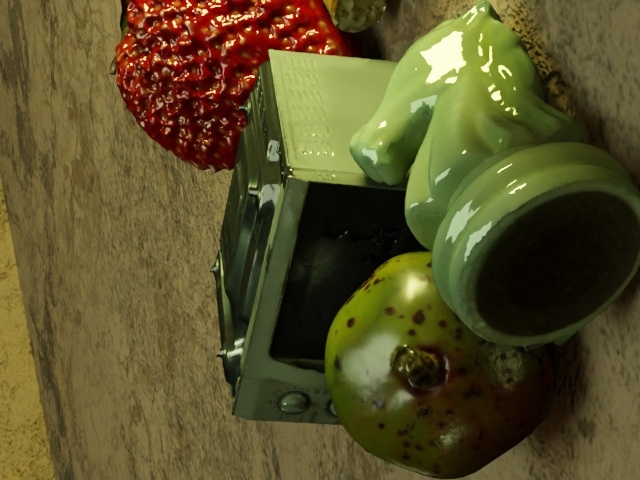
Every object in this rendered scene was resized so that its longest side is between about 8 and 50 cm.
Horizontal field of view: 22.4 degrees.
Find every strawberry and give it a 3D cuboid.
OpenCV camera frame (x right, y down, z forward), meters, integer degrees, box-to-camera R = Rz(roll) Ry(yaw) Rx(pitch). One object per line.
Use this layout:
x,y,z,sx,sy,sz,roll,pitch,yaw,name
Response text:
-0.086,-0.201,1.691,0.257,0.261,0.261,-134,43,-64,strawberry

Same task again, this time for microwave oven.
0.000,0.000,1.541,0.237,0.181,0.295,-102,20,-49,microwave oven

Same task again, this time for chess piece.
0.128,-0.068,1.307,0.298,0.175,0.176,-118,32,-45,chess piece

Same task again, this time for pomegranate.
0.100,0.119,1.398,0.246,0.198,0.198,98,156,-58,pomegranate

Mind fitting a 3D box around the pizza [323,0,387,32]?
0.037,-0.358,1.546,0.229,0.081,0.290,147,114,-71,pizza
